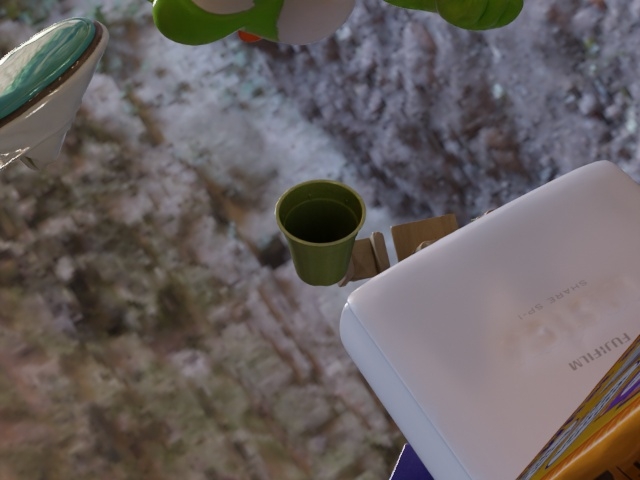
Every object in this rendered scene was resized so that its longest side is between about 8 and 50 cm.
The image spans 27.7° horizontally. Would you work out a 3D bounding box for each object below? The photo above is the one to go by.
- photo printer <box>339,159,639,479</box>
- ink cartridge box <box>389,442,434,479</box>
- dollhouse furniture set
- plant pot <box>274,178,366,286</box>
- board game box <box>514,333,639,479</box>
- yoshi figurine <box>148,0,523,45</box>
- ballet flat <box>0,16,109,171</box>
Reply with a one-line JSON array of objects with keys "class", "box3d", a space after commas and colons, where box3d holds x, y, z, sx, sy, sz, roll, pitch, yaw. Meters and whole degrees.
[{"class": "photo printer", "box3d": [0.186, 0.101, 0.889, 0.307, 0.256, 0.107, 55, 169, 46]}, {"class": "ink cartridge box", "box3d": [0.188, 0.234, 1.192, 0.175, 0.069, 0.371, 14, -176, 29]}, {"class": "dollhouse furniture set", "box3d": [0.138, 0.098, 1.444, 0.161, 0.212, 0.242, 116, 141, -79]}, {"class": "plant pot", "box3d": [0.000, 0.000, 1.210, 0.083, 0.083, 0.079, 50, 154, 35]}, {"class": "board game box", "box3d": [0.323, 0.090, 0.491, 0.356, 0.356, 0.356, 42, 156, 10]}, {"class": "yoshi figurine", "box3d": [0.049, -0.239, 0.912, 0.203, 0.362, 0.203, 39, 144, 55]}, {"class": "ballet flat", "box3d": [-0.397, -0.106, 1.535, 0.139, 0.400, 0.139, 49, 171, 10]}]
